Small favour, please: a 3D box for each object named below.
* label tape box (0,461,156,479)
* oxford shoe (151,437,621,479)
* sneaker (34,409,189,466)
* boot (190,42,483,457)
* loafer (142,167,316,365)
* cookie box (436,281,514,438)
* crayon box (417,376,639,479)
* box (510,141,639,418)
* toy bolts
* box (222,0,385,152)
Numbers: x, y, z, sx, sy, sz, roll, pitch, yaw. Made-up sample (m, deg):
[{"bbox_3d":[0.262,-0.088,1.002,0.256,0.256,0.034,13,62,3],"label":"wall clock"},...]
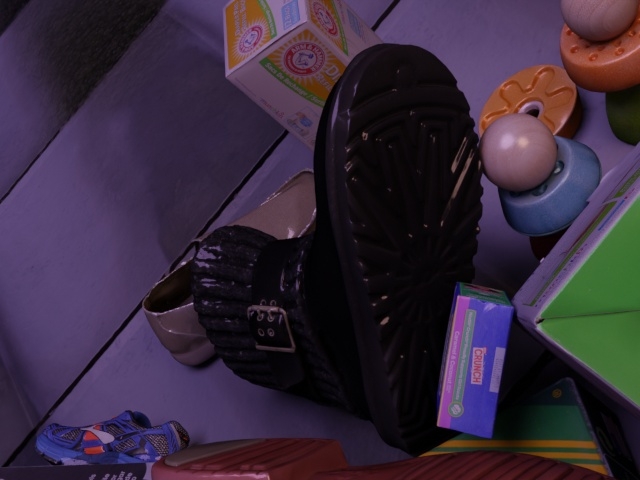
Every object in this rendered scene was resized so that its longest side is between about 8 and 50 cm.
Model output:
[{"bbox_3d":[-0.301,0.334,0.901,0.348,0.115,0.249,-6,36,24],"label":"label tape box"},{"bbox_3d":[0.062,0.215,0.638,0.397,0.140,0.146,-2,91,37],"label":"oxford shoe"},{"bbox_3d":[-0.214,0.222,1.049,0.221,0.083,0.087,3,50,39],"label":"sneaker"},{"bbox_3d":[-0.003,0.002,0.833,0.131,0.348,0.260,-20,25,-35],"label":"boot"},{"bbox_3d":[-0.082,0.021,1.045,0.268,0.092,0.102,-46,40,7],"label":"loafer"},{"bbox_3d":[0.108,0.080,0.704,0.040,0.107,0.091,10,93,6],"label":"cookie box"},{"bbox_3d":[0.090,0.262,0.708,0.318,0.081,0.202,-35,43,21],"label":"crayon box"},{"bbox_3d":[0.249,-0.015,0.634,0.127,0.231,0.262,39,91,7],"label":"box"},{"bbox_3d":[0.186,-0.106,0.831,0.218,0.158,0.228,-1,60,43],"label":"toy bolts"},{"bbox_3d":[0.003,-0.172,1.022,0.103,0.203,0.114,-30,44,25],"label":"box"}]
